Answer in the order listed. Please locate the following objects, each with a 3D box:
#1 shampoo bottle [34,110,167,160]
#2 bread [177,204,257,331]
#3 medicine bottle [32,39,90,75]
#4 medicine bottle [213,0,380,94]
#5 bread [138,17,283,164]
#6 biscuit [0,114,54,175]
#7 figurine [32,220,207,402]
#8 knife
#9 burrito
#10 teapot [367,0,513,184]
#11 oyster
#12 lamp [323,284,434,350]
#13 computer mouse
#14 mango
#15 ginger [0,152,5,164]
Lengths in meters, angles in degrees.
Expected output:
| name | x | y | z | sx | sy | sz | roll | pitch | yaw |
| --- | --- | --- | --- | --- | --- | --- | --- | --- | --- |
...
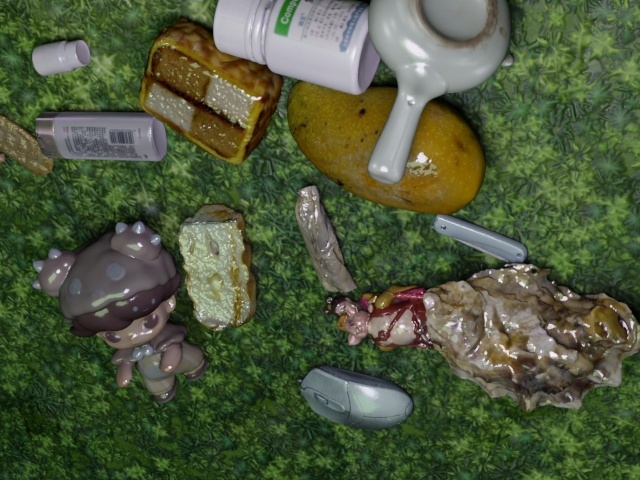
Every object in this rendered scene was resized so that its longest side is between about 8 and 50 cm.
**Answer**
| name | x | y | z | sx | sy | sz | roll | pitch | yaw |
| --- | --- | --- | --- | --- | --- | --- | --- | --- | --- |
| shampoo bottle | -0.381 | -0.180 | 1.863 | 0.227 | 0.056 | 0.086 | 2 | 123 | 18 |
| bread | -0.180 | 0.049 | 1.924 | 0.128 | 0.088 | 0.232 | -1 | 114 | 10 |
| medicine bottle | -0.435 | -0.308 | 1.804 | 0.089 | 0.052 | 0.052 | -6 | 119 | 23 |
| medicine bottle | -0.031 | -0.311 | 1.610 | 0.237 | 0.139 | 0.139 | 18 | 125 | 17 |
| bread | -0.182 | -0.236 | 1.729 | 0.222 | 0.096 | 0.181 | 32 | 130 | 0 |
| biscuit | -0.546 | -0.173 | 1.948 | 0.147 | 0.018 | 0.071 | 36 | 124 | -6 |
| figurine | -0.336 | 0.132 | 1.966 | 0.248 | 0.203 | 0.380 | -19 | 124 | 12 |
| knife | 0.263 | -0.001 | 1.771 | 0.162 | 0.023 | 0.044 | 21 | 129 | 5 |
| burrito | 0.001 | 0.001 | 1.848 | 0.058 | 0.063 | 0.229 | -30 | 122 | -10 |
| teapot | 0.133 | -0.259 | 1.509 | 0.220 | 0.318 | 0.149 | 45 | 162 | -3 |
| oyster | 0.323 | 0.156 | 1.726 | 0.351 | 0.115 | 0.238 | 23 | 100 | -4 |
| lamp | 0.115 | 0.134 | 1.854 | 0.253 | 0.118 | 0.118 | 4 | 122 | 15 |
| computer mouse | 0.058 | 0.298 | 2.002 | 0.229 | 0.068 | 0.113 | 10 | 122 | 13 |
| mango | 0.094 | -0.145 | 1.658 | 0.329 | 0.175 | 0.176 | 13 | 81 | 12 |
| ginger | -0.626 | -0.155 | 1.982 | 0.097 | 0.030 | 0.048 | -7 | 146 | 26 |
